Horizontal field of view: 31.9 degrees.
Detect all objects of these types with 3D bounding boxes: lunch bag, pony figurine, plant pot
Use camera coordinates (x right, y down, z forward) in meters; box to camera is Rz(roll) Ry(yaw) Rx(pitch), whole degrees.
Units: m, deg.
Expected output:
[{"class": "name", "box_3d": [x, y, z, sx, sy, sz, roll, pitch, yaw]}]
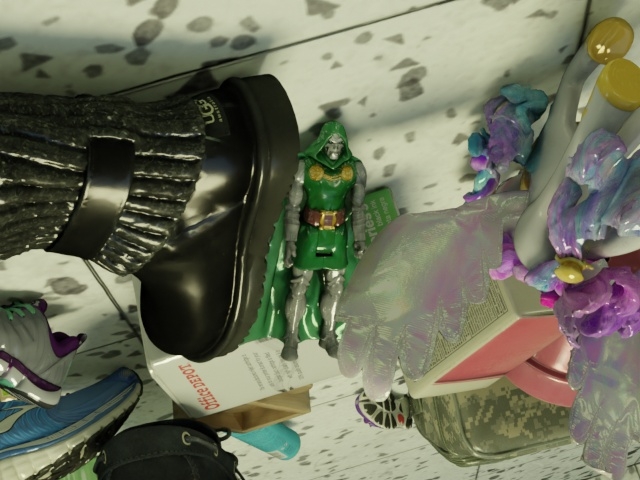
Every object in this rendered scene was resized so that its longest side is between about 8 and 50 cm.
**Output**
[{"class": "lunch bag", "box_3d": [0.289, 0.204, 1.630, 0.305, 0.213, 0.256, -11, 172, -13]}, {"class": "pony figurine", "box_3d": [0.212, -0.008, 0.996, 0.303, 0.351, 0.363, 25, 146, -7]}, {"class": "plant pot", "box_3d": [0.323, 0.077, 1.403, 0.201, 0.201, 0.180, -10, 139, -16]}]

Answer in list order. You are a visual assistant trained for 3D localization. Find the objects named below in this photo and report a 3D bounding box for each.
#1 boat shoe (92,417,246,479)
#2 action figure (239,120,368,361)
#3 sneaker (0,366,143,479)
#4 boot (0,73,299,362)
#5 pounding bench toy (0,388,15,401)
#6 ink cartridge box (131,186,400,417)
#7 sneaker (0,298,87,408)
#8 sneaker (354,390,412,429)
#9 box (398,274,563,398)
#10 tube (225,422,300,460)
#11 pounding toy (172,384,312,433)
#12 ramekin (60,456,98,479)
[{"class": "boat shoe", "box_3d": [-0.179, 0.300, 1.385, 0.186, 0.156, 0.500, -12, 169, -3]}, {"class": "action figure", "box_3d": [0.000, 0.000, 1.041, 0.137, 0.063, 0.232, -3, 114, -18]}, {"class": "sneaker", "box_3d": [-0.357, 0.216, 1.312, 0.330, 0.147, 0.130, -24, 162, -38]}, {"class": "boot", "box_3d": [-0.181, -0.001, 0.933, 0.260, 0.131, 0.348, -12, 143, -26]}, {"class": "pounding bench toy", "box_3d": [-0.332, 0.126, 1.224, 0.052, 0.083, 0.065, -9, -173, -20]}, {"class": "ink cartridge box", "box_3d": [-0.038, 0.075, 1.216, 0.289, 0.121, 0.211, -17, 155, -1]}, {"class": "sneaker", "box_3d": [-0.334, 0.083, 1.127, 0.083, 0.098, 0.224, 10, 156, 40]}, {"class": "sneaker", "box_3d": [0.094, 0.286, 1.833, 0.071, 0.068, 0.170, -14, 156, 22]}, {"class": "box", "box_3d": [0.192, 0.072, 1.332, 0.127, 0.149, 0.232, -3, 153, -31]}, {"class": "tube", "box_3d": [-0.097, 0.298, 1.754, 0.080, 0.052, 0.207, -28, 149, 12]}, {"class": "pounding toy", "box_3d": [-0.092, 0.164, 1.393, 0.206, 0.094, 0.181, -24, 152, 36]}, {"class": "ramekin", "box_3d": [-0.332, 0.449, 1.790, 0.303, 0.148, 0.303, -14, 156, -7]}]
